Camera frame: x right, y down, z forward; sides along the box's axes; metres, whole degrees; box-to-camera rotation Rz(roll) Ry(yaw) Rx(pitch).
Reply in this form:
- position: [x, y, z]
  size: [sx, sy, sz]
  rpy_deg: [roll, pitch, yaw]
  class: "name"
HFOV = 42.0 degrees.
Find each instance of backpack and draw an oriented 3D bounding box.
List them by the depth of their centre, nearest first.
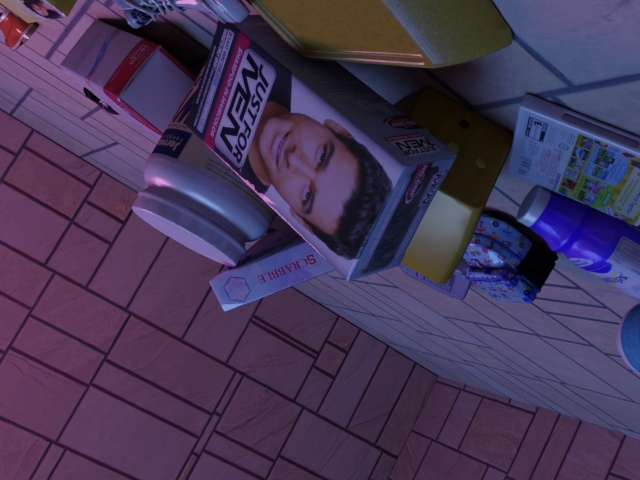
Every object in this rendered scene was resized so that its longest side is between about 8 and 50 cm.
- position: [0.330, 0.028, 1.570]
  size: [0.173, 0.116, 0.158]
  rpy_deg: [36, 166, -23]
  class: "backpack"

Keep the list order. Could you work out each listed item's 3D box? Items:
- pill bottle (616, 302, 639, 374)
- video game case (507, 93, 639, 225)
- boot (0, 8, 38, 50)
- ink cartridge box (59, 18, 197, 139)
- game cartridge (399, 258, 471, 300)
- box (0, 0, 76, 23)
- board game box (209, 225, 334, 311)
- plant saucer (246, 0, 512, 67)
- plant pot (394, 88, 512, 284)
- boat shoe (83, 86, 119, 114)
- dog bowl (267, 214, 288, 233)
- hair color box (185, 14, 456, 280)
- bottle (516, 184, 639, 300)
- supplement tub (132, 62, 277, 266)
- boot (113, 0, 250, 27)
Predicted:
- position: [0.609, 0.168, 1.439]
  size: [0.146, 0.146, 0.264]
  rpy_deg: [28, 169, 0]
  class: "pill bottle"
- position: [0.361, -0.104, 1.134]
  size: [0.206, 0.026, 0.227]
  rpy_deg: [25, 168, 15]
  class: "video game case"
- position: [-0.714, -0.492, 1.931]
  size: [0.085, 0.059, 0.158]
  rpy_deg: [37, 158, -25]
  class: "boot"
- position: [-0.332, -0.287, 1.599]
  size: [0.226, 0.131, 0.306]
  rpy_deg: [39, 177, -42]
  class: "ink cartridge box"
- position: [0.275, 0.060, 2.012]
  size: [0.196, 0.060, 0.294]
  rpy_deg: [23, 168, 10]
  class: "game cartridge"
- position: [-0.551, -0.471, 1.610]
  size: [0.087, 0.058, 0.232]
  rpy_deg: [36, 167, -35]
  class: "box"
- position: [0.000, 0.000, 1.507]
  size: [0.065, 0.318, 0.318]
  rpy_deg: [66, -160, -8]
  class: "board game box"
- position: [0.005, -0.304, 0.958]
  size: [0.333, 0.080, 0.333]
  rpy_deg: [18, 165, 46]
  class: "plant saucer"
- position: [0.162, -0.096, 1.234]
  size: [0.212, 0.212, 0.187]
  rpy_deg: [29, 155, -1]
  class: "plant pot"
- position: [-0.549, -0.359, 2.131]
  size: [0.133, 0.048, 0.042]
  rpy_deg: [30, 178, 17]
  class: "boat shoe"
- position: [-0.160, -0.099, 1.895]
  size: [0.408, 0.150, 0.408]
  rpy_deg: [16, 179, 0]
  class: "dog bowl"
- position: [-0.015, -0.138, 1.140]
  size: [0.114, 0.185, 0.374]
  rpy_deg: [-14, -132, -45]
  class: "hair color box"
- position: [0.438, 0.010, 1.276]
  size: [0.283, 0.092, 0.118]
  rpy_deg: [29, 172, -3]
  class: "bottle"
- position: [-0.152, -0.143, 1.422]
  size: [0.236, 0.324, 0.235]
  rpy_deg: [27, 169, 6]
  class: "supplement tub"
- position: [-0.192, -0.311, 1.066]
  size: [0.095, 0.123, 0.258]
  rpy_deg: [39, -173, -47]
  class: "boot"
